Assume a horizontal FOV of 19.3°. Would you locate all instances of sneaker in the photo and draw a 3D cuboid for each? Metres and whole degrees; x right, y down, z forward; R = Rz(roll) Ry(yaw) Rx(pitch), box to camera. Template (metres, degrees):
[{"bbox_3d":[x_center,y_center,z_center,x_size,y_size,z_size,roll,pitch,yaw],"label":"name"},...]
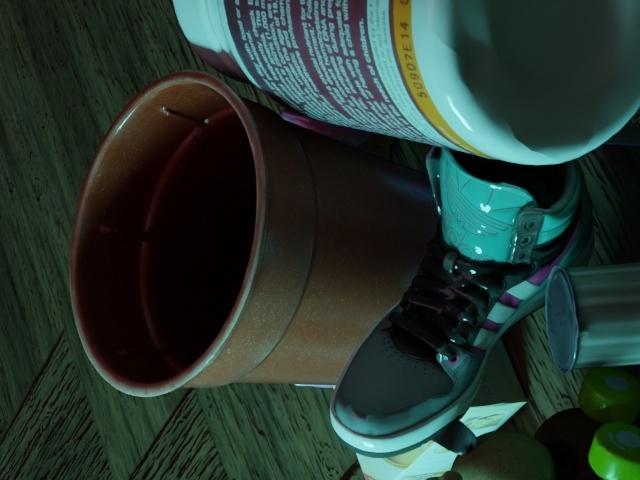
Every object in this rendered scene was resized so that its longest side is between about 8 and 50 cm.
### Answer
[{"bbox_3d":[0.109,0.020,1.444,0.124,0.295,0.178,28,150,29],"label":"sneaker"}]

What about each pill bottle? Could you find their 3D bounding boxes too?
[{"bbox_3d":[0.060,-0.192,1.442,0.392,0.224,0.224,17,106,55],"label":"pill bottle"}]

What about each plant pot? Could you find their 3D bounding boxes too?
[{"bbox_3d":[-0.031,0.014,1.627,0.272,0.265,0.272,-17,68,48],"label":"plant pot"}]

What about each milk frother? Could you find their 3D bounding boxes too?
[{"bbox_3d":[0.245,0.088,1.442,0.129,0.135,0.143,127,138,-78],"label":"milk frother"}]

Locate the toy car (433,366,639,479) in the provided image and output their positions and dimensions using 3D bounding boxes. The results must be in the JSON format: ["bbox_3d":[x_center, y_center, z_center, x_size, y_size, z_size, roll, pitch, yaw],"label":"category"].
[{"bbox_3d":[0.155,0.186,1.514,0.149,0.188,0.155,-89,11,-59],"label":"toy car"}]

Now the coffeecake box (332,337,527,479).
[{"bbox_3d":[0.094,0.135,1.745,0.185,0.068,0.142,-51,50,46],"label":"coffeecake box"}]

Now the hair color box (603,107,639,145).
[{"bbox_3d":[0.161,-0.196,1.589,0.339,0.110,0.185,20,107,54],"label":"hair color box"}]

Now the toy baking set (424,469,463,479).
[{"bbox_3d":[0.141,0.259,1.481,0.030,0.197,0.256,-56,3,-26],"label":"toy baking set"}]

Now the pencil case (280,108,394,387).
[{"bbox_3d":[0.000,0.000,1.847,0.124,0.124,0.284,28,115,53],"label":"pencil case"}]
